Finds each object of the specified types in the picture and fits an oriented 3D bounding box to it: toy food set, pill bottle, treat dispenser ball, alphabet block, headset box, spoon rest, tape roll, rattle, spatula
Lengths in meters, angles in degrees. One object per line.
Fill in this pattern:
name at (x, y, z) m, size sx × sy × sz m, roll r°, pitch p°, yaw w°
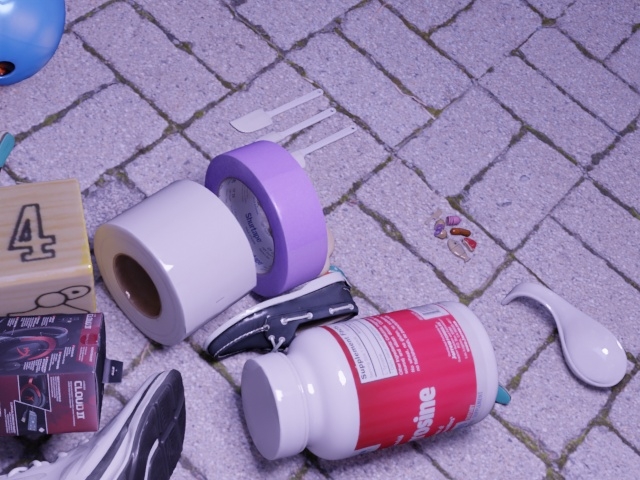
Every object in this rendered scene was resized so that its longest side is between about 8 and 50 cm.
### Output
toy food set at (0.279, -0.016, 2.248) m, size 0.122 × 0.019 × 0.078 m, roll 42°, pitch 55°, yaw 11°
pill bottle at (0.082, 0.248, 1.877) m, size 0.407 × 0.229 × 0.229 m, roll -10°, pitch 61°, yaw -24°
treat dispenser ball at (-0.629, -0.435, 2.054) m, size 0.288 × 0.288 × 0.288 m, roll 9°, pitch 55°, yaw -13°
alphabet block at (-0.492, 0.030, 1.838) m, size 0.197 × 0.192 × 0.193 m, roll -8°, pitch 62°, yaw -15°
headset box at (-0.459, 0.207, 1.702) m, size 0.293 × 0.110 × 0.218 m, roll -2°, pitch 21°, yaw -8°
spoon rest at (0.490, 0.180, 2.150) m, size 0.276 × 0.084 × 0.137 m, roll 40°, pitch 55°, yaw 10°
tape roll at (-0.103, -0.039, 1.976) m, size 0.090 × 0.275 × 0.275 m, roll -23°, pitch 67°, yaw -31°
tape roll at (-0.255, 0.038, 1.893) m, size 0.169 × 0.246 × 0.246 m, roll -34°, pitch 73°, yaw -33°
rattle at (0.000, 0.000, 2.075) m, size 0.130 × 0.143 × 0.200 m, roll -6°, pitch 52°, yaw -43°
spatula at (-0.048, -0.232, 2.286) m, size 0.242 × 0.019 × 0.168 m, roll -28°, pitch 64°, yaw -32°

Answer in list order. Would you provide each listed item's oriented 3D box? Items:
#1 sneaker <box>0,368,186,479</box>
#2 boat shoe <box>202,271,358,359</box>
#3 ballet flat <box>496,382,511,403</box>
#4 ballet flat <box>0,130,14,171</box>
sneaker at (-0.384, 0.342, 1.694) m, size 0.257 × 0.169 × 0.447 m, roll 4°, pitch 31°, yaw 14°
boat shoe at (-0.065, 0.152, 1.961) m, size 0.302 × 0.114 × 0.091 m, roll -25°, pitch 75°, yaw -22°
ballet flat at (0.313, 0.268, 2.061) m, size 0.114 × 0.041 × 0.041 m, roll 27°, pitch 53°, yaw -1°
ballet flat at (-0.620, -0.137, 2.015) m, size 0.052 × 0.057 × 0.168 m, roll 2°, pitch 48°, yaw 16°
